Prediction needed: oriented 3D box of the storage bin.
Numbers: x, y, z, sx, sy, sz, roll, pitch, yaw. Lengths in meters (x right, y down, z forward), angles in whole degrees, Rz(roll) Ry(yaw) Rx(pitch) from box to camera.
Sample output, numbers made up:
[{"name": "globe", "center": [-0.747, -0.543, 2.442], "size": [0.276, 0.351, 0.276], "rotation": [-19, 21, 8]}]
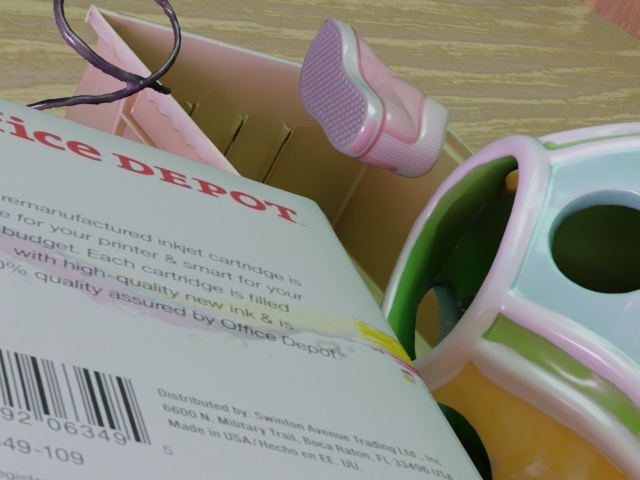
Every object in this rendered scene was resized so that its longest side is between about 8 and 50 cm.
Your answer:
[{"name": "storage bin", "center": [0.000, 0.000, 0.950], "size": [0.262, 0.123, 0.260], "rotation": [11, 26, -40]}]

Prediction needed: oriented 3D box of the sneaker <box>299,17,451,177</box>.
[{"name": "sneaker", "center": [0.033, -0.079, 0.937], "size": [0.070, 0.051, 0.134], "rotation": [20, 25, -25]}]

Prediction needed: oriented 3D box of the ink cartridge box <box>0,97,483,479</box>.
[{"name": "ink cartridge box", "center": [-0.085, 0.104, 0.486], "size": [0.198, 0.197, 0.270], "rotation": [17, 24, -27]}]

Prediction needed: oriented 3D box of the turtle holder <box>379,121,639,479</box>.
[{"name": "turtle holder", "center": [0.133, 0.093, 0.768], "size": [0.227, 0.320, 0.243], "rotation": [32, -6, -18]}]

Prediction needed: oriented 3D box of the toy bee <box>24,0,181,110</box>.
[{"name": "toy bee", "center": [-0.201, 0.001, 0.703], "size": [0.298, 0.162, 0.195], "rotation": [-10, 73, -41]}]
